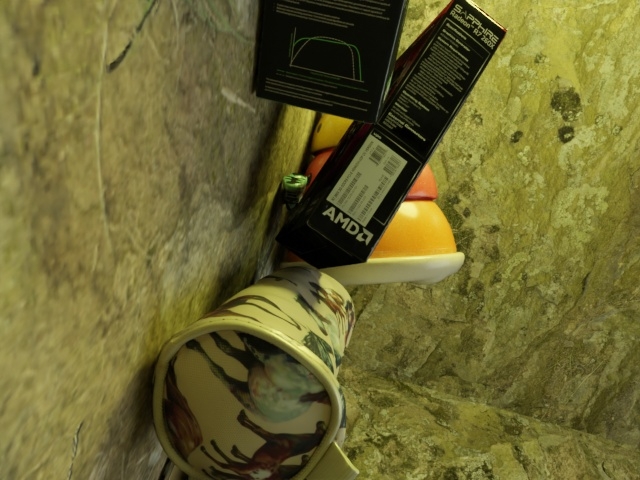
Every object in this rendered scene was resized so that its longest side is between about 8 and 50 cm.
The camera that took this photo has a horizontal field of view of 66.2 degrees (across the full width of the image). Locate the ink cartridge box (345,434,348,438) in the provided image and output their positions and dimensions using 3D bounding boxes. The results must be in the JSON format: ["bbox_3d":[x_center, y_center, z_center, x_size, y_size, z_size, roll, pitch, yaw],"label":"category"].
[{"bbox_3d":[-0.084,0.380,0.681,0.303,0.072,0.307,-49,165,-12],"label":"ink cartridge box"}]

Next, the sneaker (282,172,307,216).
[{"bbox_3d":[-0.044,-0.069,0.792,0.098,0.038,0.069,-56,159,-74],"label":"sneaker"}]

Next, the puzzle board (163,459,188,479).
[{"bbox_3d":[-0.174,0.293,0.552,0.096,0.011,0.128,100,7,-55],"label":"puzzle board"}]

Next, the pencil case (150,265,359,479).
[{"bbox_3d":[-0.041,0.134,0.583,0.160,0.183,0.410,-40,179,7],"label":"pencil case"}]

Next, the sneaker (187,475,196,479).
[{"bbox_3d":[-0.099,0.297,0.765,0.321,0.128,0.126,-61,167,-65],"label":"sneaker"}]

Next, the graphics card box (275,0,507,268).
[{"bbox_3d":[0.086,-0.135,0.698,0.370,0.094,0.233,-58,-170,-11],"label":"graphics card box"}]

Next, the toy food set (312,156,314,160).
[{"bbox_3d":[0.002,-0.137,1.108,0.192,0.039,0.132,89,16,-72],"label":"toy food set"}]

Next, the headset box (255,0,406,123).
[{"bbox_3d":[0.041,-0.305,0.512,0.246,0.131,0.283,-69,172,-56],"label":"headset box"}]

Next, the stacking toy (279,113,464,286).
[{"bbox_3d":[0.085,-0.153,0.954,0.350,0.351,0.479,18,68,-85],"label":"stacking toy"}]
